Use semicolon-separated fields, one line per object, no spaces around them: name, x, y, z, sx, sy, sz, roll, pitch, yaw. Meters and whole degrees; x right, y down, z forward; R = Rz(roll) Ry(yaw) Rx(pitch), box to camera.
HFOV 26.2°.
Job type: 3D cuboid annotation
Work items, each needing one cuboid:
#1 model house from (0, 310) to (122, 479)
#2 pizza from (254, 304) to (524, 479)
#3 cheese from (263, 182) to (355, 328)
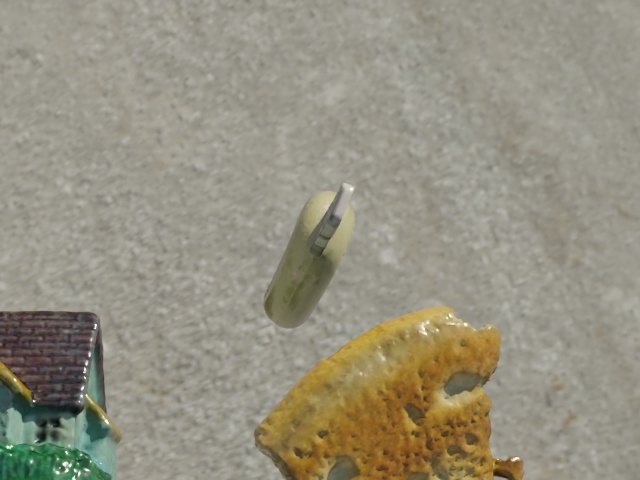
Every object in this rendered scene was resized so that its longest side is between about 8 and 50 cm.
model house;-0.367;0.171;1.544;0.280;0.230;0.249;-1;75;1
pizza;0.055;0.138;0.808;0.154;0.069;0.194;-34;113;-21
cheese;0.000;0.000;0.892;0.037;0.192;0.097;23;74;-3
